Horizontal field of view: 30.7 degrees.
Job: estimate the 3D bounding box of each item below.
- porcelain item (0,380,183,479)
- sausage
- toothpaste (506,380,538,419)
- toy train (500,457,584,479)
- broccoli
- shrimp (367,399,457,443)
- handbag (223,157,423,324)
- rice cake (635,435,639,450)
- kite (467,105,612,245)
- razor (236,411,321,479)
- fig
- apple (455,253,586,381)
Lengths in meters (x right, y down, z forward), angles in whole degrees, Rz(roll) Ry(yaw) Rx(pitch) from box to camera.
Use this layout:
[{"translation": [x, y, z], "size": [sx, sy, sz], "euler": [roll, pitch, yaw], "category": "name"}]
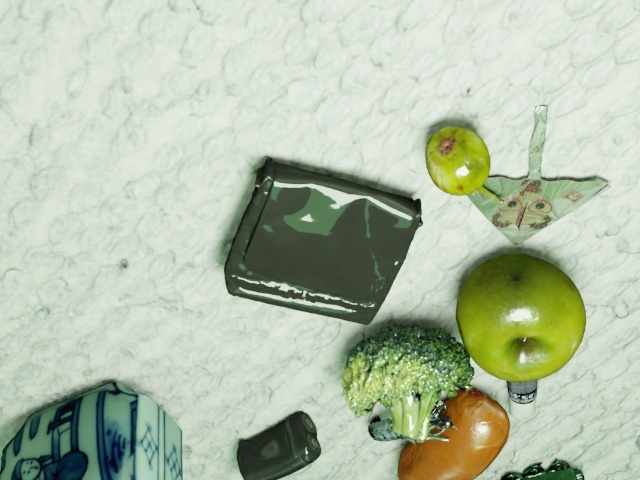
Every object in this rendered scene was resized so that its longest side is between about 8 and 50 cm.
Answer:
[{"translation": [-0.362, 0.381, 1.825], "size": [0.285, 0.281, 0.157], "euler": [-21, 134, 16], "category": "porcelain item"}, {"translation": [0.223, 0.354, 1.972], "size": [0.133, 0.133, 0.258], "euler": [21, 128, -24], "category": "sausage"}, {"translation": [0.334, 0.211, 1.909], "size": [0.071, 0.045, 0.193], "euler": [-13, 128, -5], "category": "toothpaste"}, {"translation": [0.401, 0.461, 2.136], "size": [0.170, 0.071, 0.111], "euler": [-15, 142, 7], "category": "toy train"}, {"translation": [0.138, 0.212, 1.783], "size": [0.198, 0.226, 0.176], "euler": [-3, 110, -33], "category": "broccoli"}, {"translation": [0.144, 0.311, 1.918], "size": [0.174, 0.076, 0.082], "euler": [-22, 99, 40], "category": "shrimp"}, {"translation": [0.000, 0.000, 1.649], "size": [0.246, 0.080, 0.223], "euler": [13, 123, -15], "category": "handbag"}, {"translation": [0.642, 0.329, 2.059], "size": [0.180, 0.030, 0.042], "euler": [-30, 126, 19], "category": "rice cake"}, {"translation": [0.299, -0.086, 1.639], "size": [0.229, 0.012, 0.250], "euler": [-1, 133, -4], "category": "kite"}, {"translation": [-0.071, 0.356, 1.966], "size": [0.148, 0.090, 0.054], "euler": [-29, 142, 20], "category": "razor"}, {"translation": [0.197, -0.079, 1.578], "size": [0.093, 0.093, 0.166], "euler": [-18, 129, 11], "category": "fig"}, {"translation": [0.295, 0.110, 1.724], "size": [0.196, 0.157, 0.196], "euler": [-4, 130, -5], "category": "apple"}]
